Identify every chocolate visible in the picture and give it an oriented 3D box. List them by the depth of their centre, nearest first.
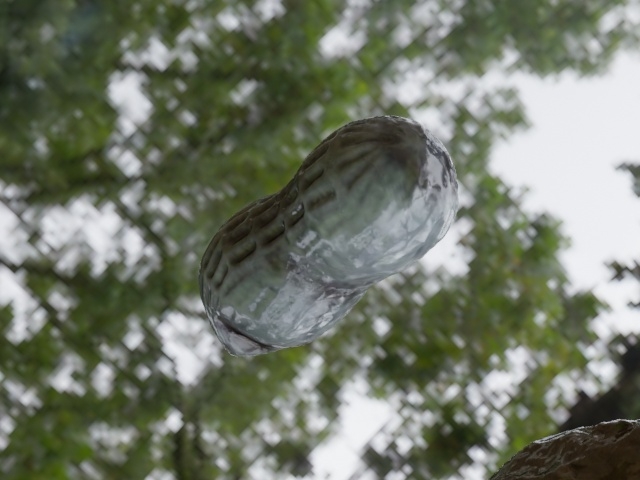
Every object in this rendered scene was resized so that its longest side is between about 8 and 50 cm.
[{"bbox_3d":[0.000,0.000,0.858,0.167,0.072,0.072,-41,-158,47],"label":"chocolate"}]

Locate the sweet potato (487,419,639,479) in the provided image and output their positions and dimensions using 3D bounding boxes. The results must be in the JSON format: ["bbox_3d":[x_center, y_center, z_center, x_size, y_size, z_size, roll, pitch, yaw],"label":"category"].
[{"bbox_3d":[0.147,0.150,0.993,0.341,0.092,0.114,-26,-126,28],"label":"sweet potato"}]
